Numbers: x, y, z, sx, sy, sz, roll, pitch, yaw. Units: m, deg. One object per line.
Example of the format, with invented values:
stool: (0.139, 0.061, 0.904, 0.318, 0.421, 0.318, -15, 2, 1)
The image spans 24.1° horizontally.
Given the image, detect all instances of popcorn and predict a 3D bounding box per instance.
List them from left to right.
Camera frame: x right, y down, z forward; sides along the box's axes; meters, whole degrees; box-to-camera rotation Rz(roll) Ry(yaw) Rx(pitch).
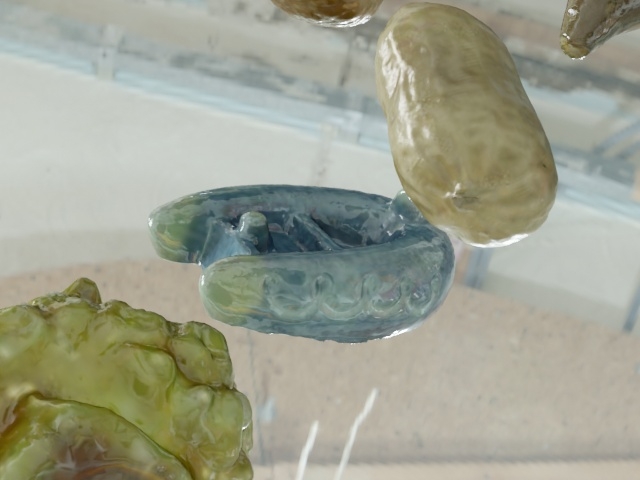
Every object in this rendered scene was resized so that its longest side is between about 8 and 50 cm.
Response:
popcorn: (-0.214, 0.179, 1.170, 0.335, 0.279, 0.274, -11, -110, -19)

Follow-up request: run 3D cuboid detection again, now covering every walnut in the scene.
walnut: (0.001, -0.298, 1.534, 0.166, 0.166, 0.149, 38, -147, 22)

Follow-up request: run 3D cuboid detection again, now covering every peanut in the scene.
peanut: (0.112, -0.098, 1.238, 0.129, 0.129, 0.224, -11, -120, -20)

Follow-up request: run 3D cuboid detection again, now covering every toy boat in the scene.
toy boat: (0.000, 0.000, 1.494, 0.330, 0.123, 0.215, 4, -157, -33)

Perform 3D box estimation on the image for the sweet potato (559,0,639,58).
sweet potato: (0.218, -0.176, 0.859, 0.243, 0.077, 0.077, -37, -118, -14)
